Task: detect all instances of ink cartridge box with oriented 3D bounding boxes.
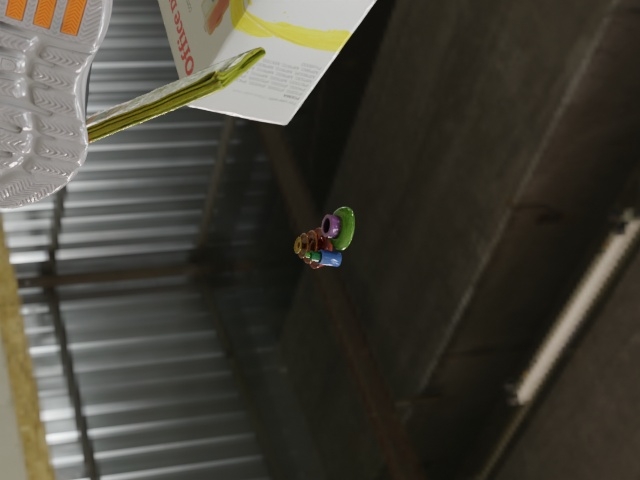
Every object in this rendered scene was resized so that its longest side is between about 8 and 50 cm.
[{"bbox_3d":[-0.049,-0.373,1.587,0.384,0.160,0.279,-52,-138,39],"label":"ink cartridge box"}]

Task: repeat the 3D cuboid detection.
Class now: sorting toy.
[{"bbox_3d":[0.000,0.000,1.481,0.102,0.042,0.061,-48,-139,49],"label":"sorting toy"}]

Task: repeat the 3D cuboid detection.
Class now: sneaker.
[{"bbox_3d":[-0.231,-0.175,1.062,0.321,0.125,0.180,126,-26,-44],"label":"sneaker"}]

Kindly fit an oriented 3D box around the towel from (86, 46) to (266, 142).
[{"bbox_3d":[-0.168,-0.127,1.183,0.237,0.102,0.021,-17,-71,28],"label":"towel"}]
